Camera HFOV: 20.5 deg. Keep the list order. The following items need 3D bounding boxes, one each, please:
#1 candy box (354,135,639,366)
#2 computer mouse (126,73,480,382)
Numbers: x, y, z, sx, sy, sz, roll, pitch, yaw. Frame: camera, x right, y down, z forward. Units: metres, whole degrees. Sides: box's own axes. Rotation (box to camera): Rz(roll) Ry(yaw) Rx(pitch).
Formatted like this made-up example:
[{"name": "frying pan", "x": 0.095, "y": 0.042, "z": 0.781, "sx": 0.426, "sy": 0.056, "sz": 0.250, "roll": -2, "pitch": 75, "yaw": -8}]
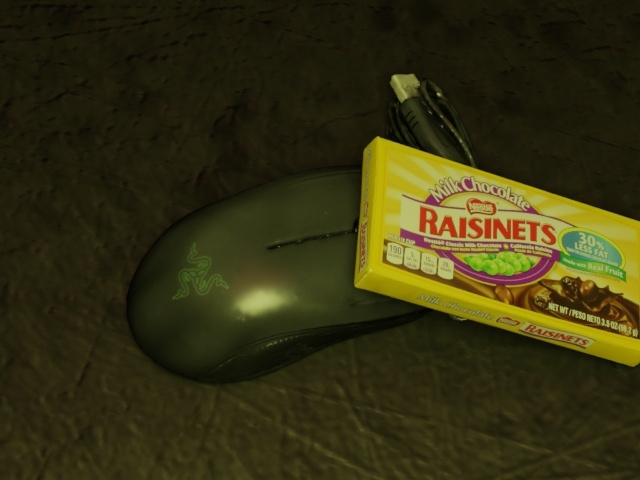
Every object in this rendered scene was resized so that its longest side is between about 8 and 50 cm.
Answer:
[{"name": "candy box", "x": 0.121, "y": 0.008, "z": 1.148, "sx": 0.206, "sy": 0.027, "sz": 0.105, "roll": 16, "pitch": 54, "yaw": -19}, {"name": "computer mouse", "x": 0.000, "y": 0.000, "z": 1.168, "sx": 0.272, "sy": 0.072, "sz": 0.188, "roll": -22, "pitch": 69, "yaw": -11}]
